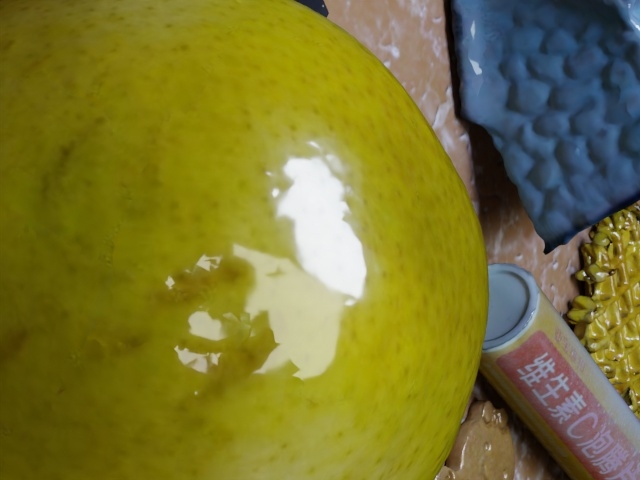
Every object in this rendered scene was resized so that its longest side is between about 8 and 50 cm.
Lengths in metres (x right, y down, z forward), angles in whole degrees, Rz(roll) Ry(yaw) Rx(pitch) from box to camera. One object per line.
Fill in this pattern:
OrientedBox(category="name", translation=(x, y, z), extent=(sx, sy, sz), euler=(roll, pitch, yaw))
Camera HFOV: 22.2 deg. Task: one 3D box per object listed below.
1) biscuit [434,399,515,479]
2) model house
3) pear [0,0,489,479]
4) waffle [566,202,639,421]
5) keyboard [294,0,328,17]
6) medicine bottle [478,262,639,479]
OrientedBox(category="biscuit", translation=(0.137, 0.243, 1.500), extent=(0.184, 0.027, 0.133), euler=(-49, 129, -39))
OrientedBox(category="model house", translation=(0.299, -0.232, 1.499), extent=(0.360, 0.297, 0.339), euler=(-27, 84, -49))
OrientedBox(category="pear", translation=(-0.107, 0.032, 0.877), extent=(0.418, 0.362, 0.362), euler=(7, 88, -27))
OrientedBox(category="waffle", translation=(0.329, 0.076, 1.725), extent=(0.231, 0.051, 0.228), euler=(35, 69, -49))
OrientedBox(category="keyboard", translation=(-0.051, -0.136, 1.213), extent=(0.198, 0.010, 0.063), euler=(-55, 135, -35))
OrientedBox(category="medicine bottle", translation=(0.249, 0.174, 1.586), extent=(0.426, 0.108, 0.108), euler=(47, 57, -43))
